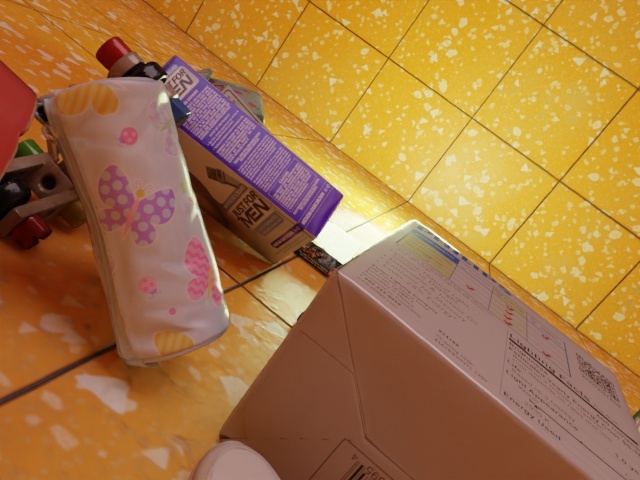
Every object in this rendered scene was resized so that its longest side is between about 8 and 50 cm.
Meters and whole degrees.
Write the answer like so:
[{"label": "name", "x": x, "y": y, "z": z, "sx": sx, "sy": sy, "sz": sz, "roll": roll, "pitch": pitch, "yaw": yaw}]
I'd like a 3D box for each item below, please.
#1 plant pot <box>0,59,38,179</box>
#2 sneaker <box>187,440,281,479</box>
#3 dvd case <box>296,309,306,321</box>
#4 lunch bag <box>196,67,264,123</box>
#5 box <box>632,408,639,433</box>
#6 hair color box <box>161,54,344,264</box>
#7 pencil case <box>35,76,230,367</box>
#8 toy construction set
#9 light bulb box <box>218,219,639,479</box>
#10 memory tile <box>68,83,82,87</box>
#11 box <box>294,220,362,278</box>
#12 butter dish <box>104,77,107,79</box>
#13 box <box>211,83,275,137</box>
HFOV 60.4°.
[{"label": "plant pot", "x": -0.370, "y": -0.099, "z": 0.390, "sx": 0.243, "sy": 0.275, "sz": 0.275, "roll": 37, "pitch": 12, "yaw": -37}, {"label": "sneaker", "x": -0.002, "y": 0.237, "z": 0.343, "sx": 0.114, "sy": 0.152, "sz": 0.305, "roll": 22, "pitch": 20, "yaw": -36}, {"label": "dvd case", "x": 0.089, "y": 0.185, "z": 0.912, "sx": 0.253, "sy": 0.022, "sz": 0.180, "roll": 39, "pitch": 16, "yaw": 10}, {"label": "lunch bag", "x": -0.281, "y": -0.327, "z": 1.364, "sx": 0.262, "sy": 0.160, "sz": 0.223, "roll": 19, "pitch": 24, "yaw": -16}, {"label": "box", "x": 0.598, "y": 0.389, "z": 0.934, "sx": 0.165, "sy": 0.270, "sz": 0.143, "roll": 41, "pitch": 17, "yaw": 13}, {"label": "hair color box", "x": -0.150, "y": -0.116, "z": 0.906, "sx": 0.339, "sy": 0.110, "sz": 0.185, "roll": 40, "pitch": -29, "yaw": -10}, {"label": "pencil case", "x": -0.174, "y": -0.019, "z": 0.534, "sx": 0.124, "sy": 0.114, "sz": 0.273, "roll": -39, "pitch": 117, "yaw": -63}, {"label": "toy construction set", "x": -0.318, "y": -0.126, "z": 0.681, "sx": 0.309, "sy": 0.257, "sz": 0.237, "roll": 24, "pitch": 1, "yaw": -13}, {"label": "light bulb box", "x": 0.147, "y": 0.184, "z": 0.634, "sx": 0.358, "sy": 0.225, "sz": 0.361, "roll": 39, "pitch": 19, "yaw": 10}, {"label": "memory tile", "x": -0.444, "y": -0.285, "z": 1.160, "sx": 0.148, "sy": 0.012, "sz": 0.113, "roll": 35, "pitch": 16, "yaw": -1}, {"label": "box", "x": 0.000, "y": 0.000, "z": 1.212, "sx": 0.159, "sy": 0.044, "sz": 0.233, "roll": 37, "pitch": 16, "yaw": 4}, {"label": "butter dish", "x": -0.370, "y": -0.238, "z": 1.010, "sx": 0.160, "sy": 0.118, "sz": 0.160, "roll": -94, "pitch": 168, "yaw": -61}, {"label": "box", "x": -0.151, "y": -0.175, "z": 1.089, "sx": 0.290, "sy": 0.087, "sz": 0.169, "roll": 45, "pitch": -14, "yaw": -35}]
